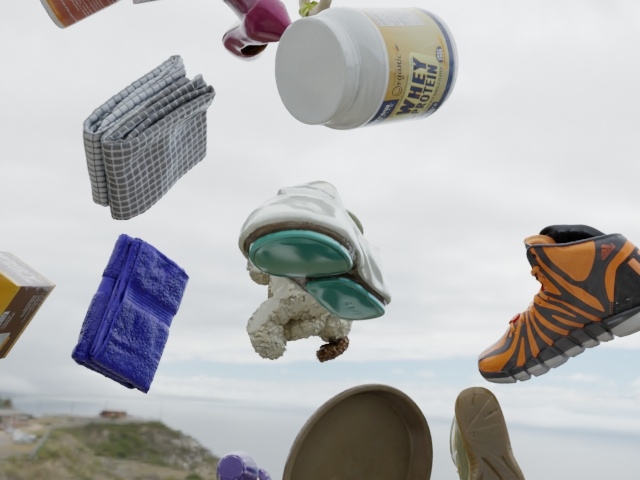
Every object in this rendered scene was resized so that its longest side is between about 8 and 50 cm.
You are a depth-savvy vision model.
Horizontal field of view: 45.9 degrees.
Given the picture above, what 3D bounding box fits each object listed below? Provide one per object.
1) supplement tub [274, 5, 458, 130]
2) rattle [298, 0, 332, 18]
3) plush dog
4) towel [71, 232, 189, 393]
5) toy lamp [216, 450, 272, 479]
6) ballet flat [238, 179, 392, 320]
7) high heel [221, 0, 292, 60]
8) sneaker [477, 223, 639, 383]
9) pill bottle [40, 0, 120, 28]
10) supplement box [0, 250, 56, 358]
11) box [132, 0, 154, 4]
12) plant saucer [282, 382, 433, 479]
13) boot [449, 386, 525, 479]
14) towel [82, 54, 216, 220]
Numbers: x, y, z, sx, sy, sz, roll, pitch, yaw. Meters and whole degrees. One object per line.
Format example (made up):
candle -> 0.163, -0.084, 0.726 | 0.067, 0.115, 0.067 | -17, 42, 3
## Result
supplement tub -> 0.091, -0.333, 1.459 | 0.316, 0.228, 0.228 | -16, 4, -41
rattle -> 0.030, -0.624, 1.836 | 0.143, 0.199, 0.130 | 8, 1, -19
plush dog -> -0.016, 0.126, 1.575 | 0.211, 0.262, 0.225 | -27, -40, 28
towel -> -0.412, 0.165, 1.701 | 0.076, 0.308, 0.228 | -3, -30, 38
toy lamp -> -0.142, 0.445, 1.423 | 0.080, 0.080, 0.274 | 2, -21, 7
ballet flat -> 0.000, 0.000, 0.960 | 0.139, 0.139, 0.400 | 0, -18, 19
high heel -> -0.130, -0.452, 1.722 | 0.181, 0.127, 0.377 | 44, -2, 6
sneaker -> 0.331, 0.082, 1.113 | 0.321, 0.180, 0.124 | -37, 1, 35
pill bottle -> -0.511, -0.568, 1.675 | 0.216, 0.121, 0.121 | -26, -14, 0
supplement box -> -0.669, 0.131, 1.510 | 0.129, 0.191, 0.194 | 35, -2, 3
box -> -0.294, -0.623, 1.805 | 0.324, 0.067, 0.063 | -9, 18, 2
plant saucer -> 0.055, 0.349, 1.141 | 0.278, 0.278, 0.041 | 12, -2, -34
boot -> 0.262, 0.378, 1.203 | 0.095, 0.262, 0.203 | -11, -21, 2
towel -> -0.333, -0.198, 1.515 | 0.121, 0.284, 0.235 | 35, -33, 17
